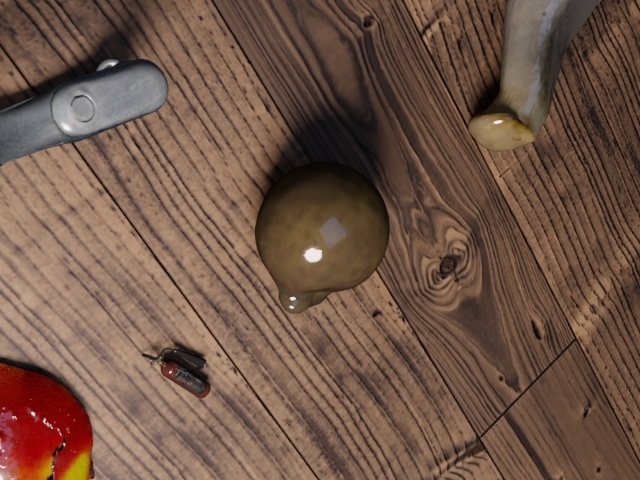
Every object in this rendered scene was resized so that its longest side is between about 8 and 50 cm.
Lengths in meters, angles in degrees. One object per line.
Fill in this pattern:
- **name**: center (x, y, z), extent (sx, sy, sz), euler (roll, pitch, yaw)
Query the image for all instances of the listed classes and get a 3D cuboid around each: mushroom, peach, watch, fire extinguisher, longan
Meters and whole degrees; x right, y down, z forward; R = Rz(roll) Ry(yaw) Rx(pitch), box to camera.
- **mushroom**: center (0.329, -0.282, 1.304), extent (0.159, 0.122, 0.328), euler (23, 86, -21)
- **peach**: center (-0.377, 0.236, 1.010), extent (0.279, 0.068, 0.189), euler (34, 78, -28)
- **watch**: center (-0.271, -0.143, 0.951), extent (0.206, 0.193, 0.068), euler (-36, 113, -42)
- **fire extinguisher**: center (-0.178, 0.163, 1.131), extent (0.046, 0.032, 0.100), euler (-50, 123, -2)
- **longan**: center (0.000, 0.000, 1.136), extent (0.185, 0.159, 0.204), euler (22, 92, -37)
